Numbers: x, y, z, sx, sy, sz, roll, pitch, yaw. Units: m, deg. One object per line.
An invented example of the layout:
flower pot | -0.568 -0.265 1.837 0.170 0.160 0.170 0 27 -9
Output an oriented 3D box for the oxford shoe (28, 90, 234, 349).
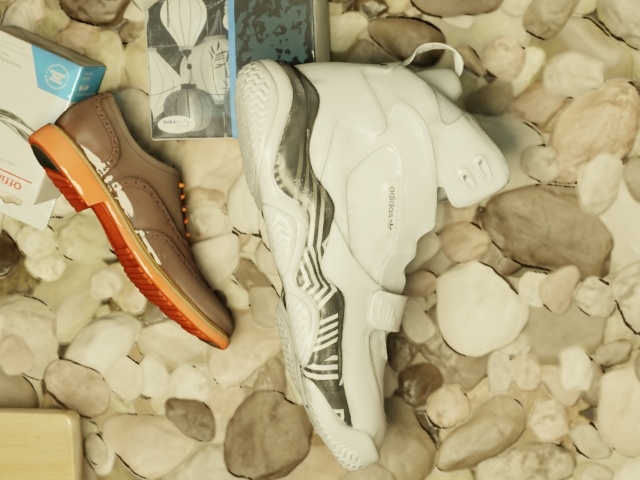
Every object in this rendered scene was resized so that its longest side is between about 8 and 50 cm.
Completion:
oxford shoe | -0.151 -0.016 1.269 0.098 0.097 0.271 -41 108 -18

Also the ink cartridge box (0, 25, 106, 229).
ink cartridge box | -0.291 -0.104 1.308 0.104 0.060 0.180 24 103 8

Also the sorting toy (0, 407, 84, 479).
sorting toy | -0.344 0.285 1.365 0.257 0.089 0.255 0 98 14

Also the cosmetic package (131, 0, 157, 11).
cosmetic package | -0.065 -0.376 1.087 0.365 0.197 0.155 -39 74 -2

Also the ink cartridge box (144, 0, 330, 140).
ink cartridge box | -0.079 -0.258 1.235 0.165 0.065 0.333 -1 97 14

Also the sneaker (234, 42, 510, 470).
sneaker | 0.060 0.009 1.171 0.210 0.137 0.366 -13 98 -8
